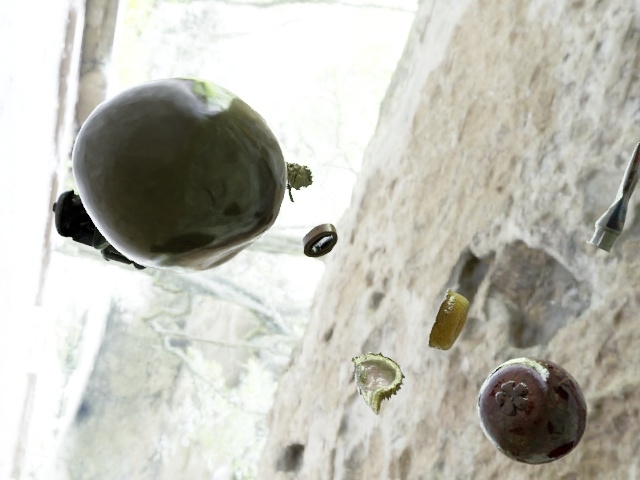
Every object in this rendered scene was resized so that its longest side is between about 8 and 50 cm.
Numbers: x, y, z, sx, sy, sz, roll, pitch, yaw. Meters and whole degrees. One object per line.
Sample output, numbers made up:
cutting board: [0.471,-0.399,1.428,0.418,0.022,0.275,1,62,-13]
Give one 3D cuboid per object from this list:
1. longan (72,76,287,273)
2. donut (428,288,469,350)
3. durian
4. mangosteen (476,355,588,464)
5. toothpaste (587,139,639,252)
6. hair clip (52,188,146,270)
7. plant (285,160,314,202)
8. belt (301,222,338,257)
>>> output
longan: [-0.151,-0.070,0.844,0.215,0.246,0.246,-65,-172,-9]
donut: [0.308,0.193,1.804,0.152,0.058,0.152,-51,153,-39]
durian: [0.139,0.375,1.901,0.224,0.140,0.078,-79,177,-58]
mangosteen: [0.442,0.349,1.531,0.215,0.257,0.215,-20,-123,34]
toothpaste: [0.689,-0.104,1.720,0.061,0.096,0.266,27,-79,32]
hair clip: [-0.452,-0.064,1.676,0.310,0.194,0.206,62,47,-74]
plant: [-0.079,-0.160,2.056,0.104,0.116,0.122,38,-64,41]
belt: [0.000,0.000,1.573,0.083,0.059,0.036,-38,-142,20]
